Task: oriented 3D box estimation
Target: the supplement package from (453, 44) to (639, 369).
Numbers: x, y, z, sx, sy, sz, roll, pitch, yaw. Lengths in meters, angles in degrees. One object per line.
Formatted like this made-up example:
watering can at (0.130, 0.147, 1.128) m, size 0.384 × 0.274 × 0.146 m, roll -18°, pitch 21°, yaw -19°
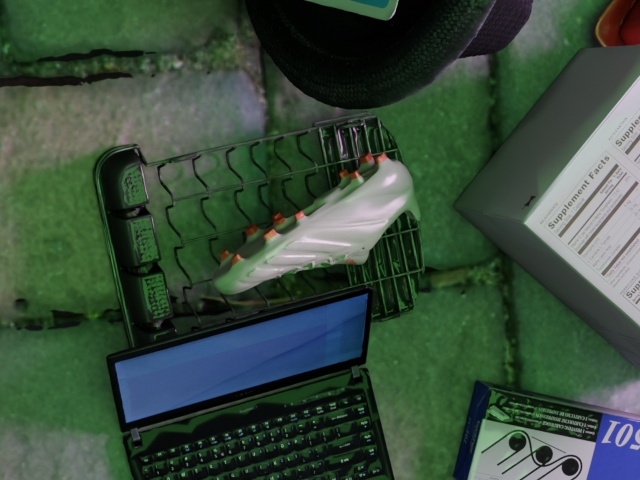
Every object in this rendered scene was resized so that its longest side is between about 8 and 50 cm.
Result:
supplement package at (0.299, -0.015, 1.500) m, size 0.262 × 0.199 × 0.198 m, roll 40°, pitch 86°, yaw -13°

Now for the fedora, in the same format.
fedora at (0.080, -0.258, 1.411) m, size 0.152 × 0.334 × 0.334 m, roll 11°, pitch 94°, yaw -43°

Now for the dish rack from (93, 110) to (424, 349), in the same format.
dish rack at (-0.048, -0.002, 1.494) m, size 0.271 × 0.074 × 0.208 m, roll -13°, pitch 100°, yaw -13°

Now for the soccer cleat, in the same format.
soccer cleat at (0.000, 0.000, 1.437) m, size 0.196 × 0.068 × 0.076 m, roll -33°, pitch 105°, yaw -13°

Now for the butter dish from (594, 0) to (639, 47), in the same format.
butter dish at (0.362, -0.196, 1.535) m, size 0.160 × 0.118 × 0.160 m, roll 42°, pitch 82°, yaw -13°

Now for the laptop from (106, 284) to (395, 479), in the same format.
laptop at (-0.047, 0.184, 1.475) m, size 0.234 × 0.136 × 0.264 m, roll -15°, pitch 98°, yaw -9°

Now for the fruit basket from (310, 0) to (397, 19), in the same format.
fruit basket at (-0.035, -0.361, 1.322) m, size 0.165 × 0.353 × 0.327 m, roll 18°, pitch 93°, yaw -48°

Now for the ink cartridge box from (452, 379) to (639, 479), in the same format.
ink cartridge box at (0.237, 0.200, 1.587) m, size 0.207 × 0.046 × 0.097 m, roll 12°, pitch 94°, yaw -13°
